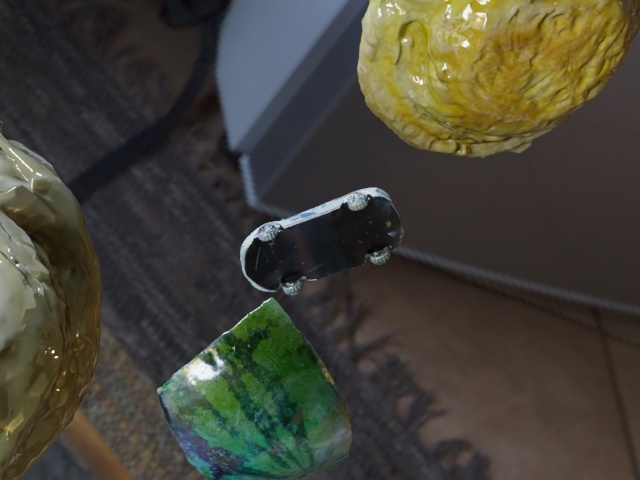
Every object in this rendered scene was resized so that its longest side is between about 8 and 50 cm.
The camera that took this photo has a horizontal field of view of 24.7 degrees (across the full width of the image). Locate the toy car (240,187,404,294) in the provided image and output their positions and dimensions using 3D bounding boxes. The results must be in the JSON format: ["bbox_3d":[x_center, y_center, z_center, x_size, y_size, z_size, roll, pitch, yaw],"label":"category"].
[{"bbox_3d":[0.000,0.000,1.783,0.056,0.205,0.095,-92,160,-59],"label":"toy car"}]

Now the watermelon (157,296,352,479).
[{"bbox_3d":[-0.063,0.183,1.443,0.146,0.128,0.231,-36,112,-22],"label":"watermelon"}]

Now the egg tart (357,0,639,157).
[{"bbox_3d":[0.190,-0.195,1.381,0.319,0.319,0.128,13,30,-31],"label":"egg tart"}]

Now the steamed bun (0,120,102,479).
[{"bbox_3d":[-0.313,0.074,0.942,0.325,0.230,0.372,11,41,-2],"label":"steamed bun"}]
